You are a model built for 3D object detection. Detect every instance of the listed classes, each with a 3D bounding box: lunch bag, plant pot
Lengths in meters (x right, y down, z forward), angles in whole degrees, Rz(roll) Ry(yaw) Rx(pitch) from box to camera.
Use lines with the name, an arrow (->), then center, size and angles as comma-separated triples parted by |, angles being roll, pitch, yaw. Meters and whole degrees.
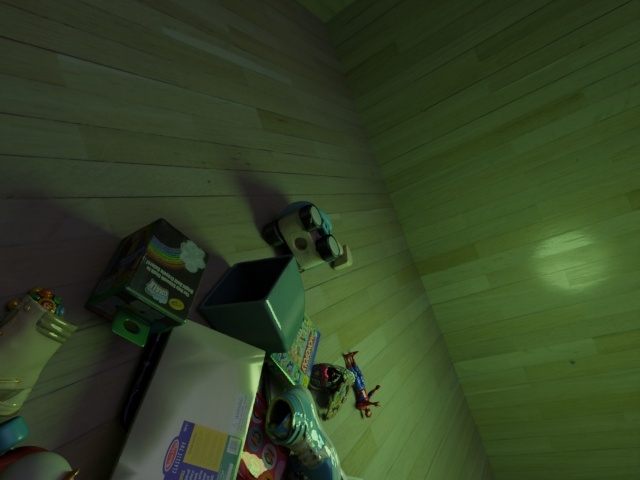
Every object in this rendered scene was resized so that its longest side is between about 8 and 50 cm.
lunch bag -> -0.208, 0.572, 1.156 | 0.293, 0.120, 0.258 | 60, 27, -15
plant pot -> -0.185, 0.227, 1.304 | 0.252, 0.247, 0.247 | 68, 28, -25

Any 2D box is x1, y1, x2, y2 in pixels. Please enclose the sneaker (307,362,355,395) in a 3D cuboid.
sneaker -> 0.053, 0.548, 1.583 | 0.299, 0.112, 0.121 | 25, 50, -50

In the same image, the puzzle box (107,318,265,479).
puzzle box -> -0.306, 0.420, 0.991 | 0.272, 0.052, 0.409 | 30, 45, -21

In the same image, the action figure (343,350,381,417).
action figure -> 0.203, 0.627, 1.752 | 0.091, 0.139, 0.280 | 4, 70, -56

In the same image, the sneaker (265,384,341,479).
sneaker -> -0.062, 0.584, 1.147 | 0.319, 0.127, 0.208 | 62, 12, 21

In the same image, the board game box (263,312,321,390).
board game box -> -0.098, 0.387, 1.474 | 0.213, 0.046, 0.317 | 55, 25, -20

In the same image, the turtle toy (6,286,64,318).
turtle toy -> -0.602, 0.154, 0.842 | 0.095, 0.066, 0.130 | 60, 31, -13

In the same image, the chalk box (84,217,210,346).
chalk box -> -0.439, 0.124, 1.015 | 0.180, 0.179, 0.289 | 46, 38, -34

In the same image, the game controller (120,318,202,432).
game controller -> -0.394, 0.349, 1.046 | 0.166, 0.067, 0.319 | 44, 37, -35

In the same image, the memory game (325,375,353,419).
memory game -> 0.076, 0.613, 1.556 | 0.186, 0.012, 0.186 | -42, 146, -38

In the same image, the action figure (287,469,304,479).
action figure -> -0.113, 0.793, 1.158 | 0.285, 0.099, 0.185 | -9, 97, -51

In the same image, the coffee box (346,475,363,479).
coffee box -> 0.040, 0.918, 1.264 | 0.119, 0.168, 0.297 | 38, 42, -40

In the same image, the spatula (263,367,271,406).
spatula -> -0.175, 0.444, 1.366 | 0.084, 0.030, 0.296 | 36, 42, -44

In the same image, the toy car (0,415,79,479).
toy car -> -0.505, 0.424, 0.650 | 0.210, 0.238, 0.219 | -25, 92, -60

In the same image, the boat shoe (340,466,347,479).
boat shoe -> -0.019, 0.670, 1.300 | 0.301, 0.108, 0.102 | 37, 25, 20

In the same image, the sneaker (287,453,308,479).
sneaker -> -0.029, 0.747, 1.352 | 0.211, 0.080, 0.081 | 20, 56, -52

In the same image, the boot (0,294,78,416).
boot -> -0.605, 0.178, 0.712 | 0.262, 0.095, 0.203 | 46, 67, -39

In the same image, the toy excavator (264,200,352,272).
toy excavator -> 0.000, 0.000, 1.789 | 0.433, 0.222, 0.445 | 61, 22, -14
